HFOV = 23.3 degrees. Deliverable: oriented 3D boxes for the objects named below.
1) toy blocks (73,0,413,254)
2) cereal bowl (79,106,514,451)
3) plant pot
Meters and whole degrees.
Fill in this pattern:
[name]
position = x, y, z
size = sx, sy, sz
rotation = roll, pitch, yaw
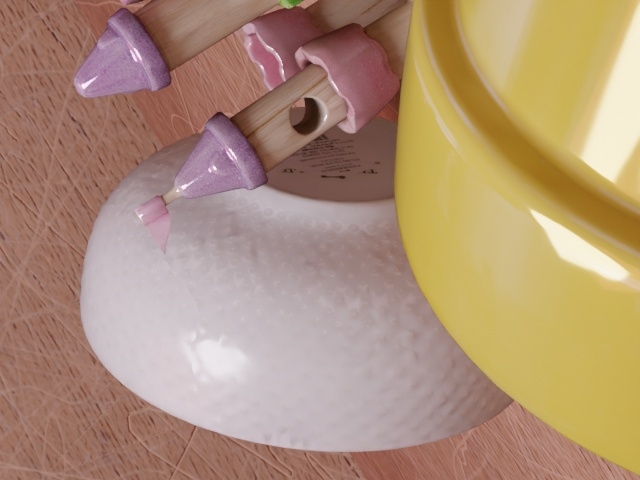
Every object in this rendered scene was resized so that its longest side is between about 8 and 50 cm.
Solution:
[toy blocks]
position = -0.042, -0.167, 0.920
size = 0.309, 0.260, 0.288
rotation = 36, 156, 60
[cereal bowl]
position = 0.000, 0.000, 1.114
size = 0.339, 0.339, 0.141
rotation = 44, 136, 48
[plant pot]
position = 0.153, -0.090, 0.434
size = 0.254, 0.254, 0.239
rotation = 48, 151, 36
